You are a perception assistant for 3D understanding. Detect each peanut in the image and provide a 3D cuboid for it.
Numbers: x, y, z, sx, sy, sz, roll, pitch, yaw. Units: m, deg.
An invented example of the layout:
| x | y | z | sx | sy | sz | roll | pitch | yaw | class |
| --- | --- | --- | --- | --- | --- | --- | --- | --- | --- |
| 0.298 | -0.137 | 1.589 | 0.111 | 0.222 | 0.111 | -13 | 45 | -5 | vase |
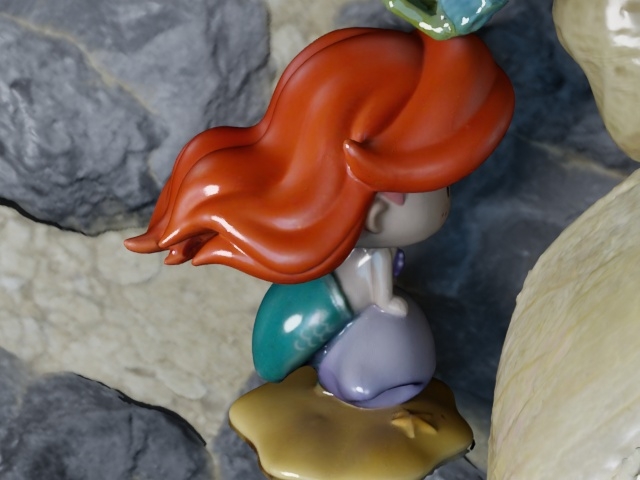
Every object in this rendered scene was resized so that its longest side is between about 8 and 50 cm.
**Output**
| x | y | z | sx | sy | sz | roll | pitch | yaw | class |
| --- | --- | --- | --- | --- | --- | --- | --- | --- | --- |
| 0.177 | -0.149 | 0.957 | 0.104 | 0.085 | 0.228 | -9 | 110 | 26 | peanut |

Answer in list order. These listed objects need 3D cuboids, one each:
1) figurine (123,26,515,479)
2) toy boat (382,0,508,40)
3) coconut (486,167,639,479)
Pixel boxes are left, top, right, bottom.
| x | y | z | sx | sy | sz | roll | pitch | yaw | class |
| --- | --- | --- | --- | --- | --- | --- | --- | --- | --- |
| 0.005 | 0.003 | 1.008 | 0.208 | 0.181 | 0.257 | 7 | 111 | 23 | figurine |
| 0.012 | -0.237 | 0.953 | 0.276 | 0.084 | 0.111 | 45 | 115 | -4 | toy boat |
| 0.258 | 0.137 | 0.906 | 0.404 | 0.404 | 0.405 | 4 | 114 | 9 | coconut |
